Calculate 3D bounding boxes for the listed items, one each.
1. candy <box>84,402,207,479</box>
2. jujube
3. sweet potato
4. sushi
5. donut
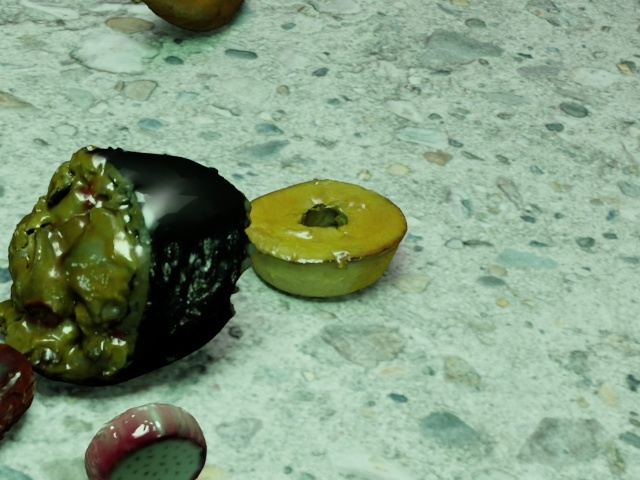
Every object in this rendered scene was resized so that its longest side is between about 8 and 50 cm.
[{"bbox_3d":[-0.144,0.180,1.116,0.103,0.103,0.043,-11,43,-26],"label":"candy"},{"bbox_3d":[-0.300,0.142,1.156,0.077,0.077,0.129,23,43,17],"label":"jujube"},{"bbox_3d":[-0.162,-0.333,1.796,0.112,0.112,0.359,22,20,15],"label":"sweet potato"},{"bbox_3d":[-0.194,0.020,1.261,0.204,0.213,0.200,-1,13,-38],"label":"sushi"},{"bbox_3d":[0.000,0.000,1.429,0.178,0.065,0.162,-15,39,-29],"label":"donut"}]
